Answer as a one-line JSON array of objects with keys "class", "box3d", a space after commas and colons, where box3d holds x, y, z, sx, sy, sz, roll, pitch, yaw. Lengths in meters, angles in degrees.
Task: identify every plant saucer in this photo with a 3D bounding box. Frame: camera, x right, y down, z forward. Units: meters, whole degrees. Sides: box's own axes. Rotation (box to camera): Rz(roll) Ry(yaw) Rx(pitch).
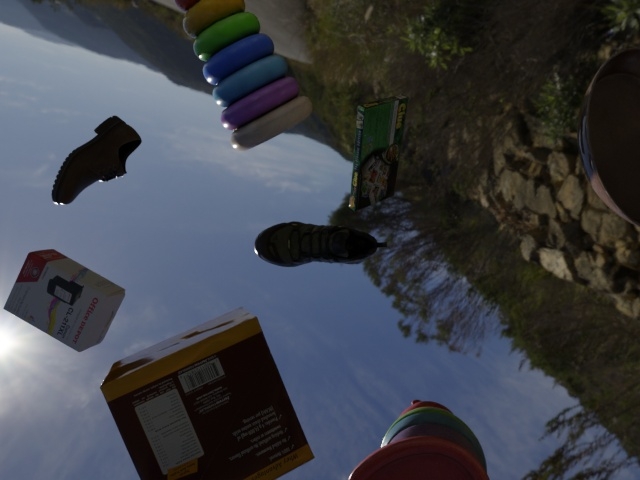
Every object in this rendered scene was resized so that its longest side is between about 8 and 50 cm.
[{"class": "plant saucer", "box3d": [0.291, -0.088, 0.433, 0.169, 0.168, 0.029, 12, 170, -21]}]

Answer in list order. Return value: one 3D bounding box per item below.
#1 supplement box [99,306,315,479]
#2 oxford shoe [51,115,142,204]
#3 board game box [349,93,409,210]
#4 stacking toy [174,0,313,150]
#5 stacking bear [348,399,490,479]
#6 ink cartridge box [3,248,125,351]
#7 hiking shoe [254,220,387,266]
[{"class": "supplement box", "box3d": [-0.142, 0.217, 0.616, 0.191, 0.194, 0.129, -23, -175, -17]}, {"class": "oxford shoe", "box3d": [-0.469, -0.157, 1.009, 0.096, 0.227, 0.083, 36, 165, 1]}, {"class": "board game box", "box3d": [0.135, -0.202, 1.124, 0.136, 0.259, 0.030, -21, -138, -29]}, {"class": "stacking toy", "box3d": [-0.143, -0.306, 0.702, 0.330, 0.141, 0.141, 62, -171, -17]}, {"class": "stacking bear", "box3d": [0.167, 0.334, 0.741, 0.175, 0.164, 0.289, 47, -173, 10]}, {"class": "ink cartridge box", "box3d": [-0.490, 0.113, 0.922, 0.175, 0.127, 0.072, 28, -175, 4]}, {"class": "hiking shoe", "box3d": [0.000, 0.000, 0.846, 0.227, 0.086, 0.114, -1, 170, -22]}]
